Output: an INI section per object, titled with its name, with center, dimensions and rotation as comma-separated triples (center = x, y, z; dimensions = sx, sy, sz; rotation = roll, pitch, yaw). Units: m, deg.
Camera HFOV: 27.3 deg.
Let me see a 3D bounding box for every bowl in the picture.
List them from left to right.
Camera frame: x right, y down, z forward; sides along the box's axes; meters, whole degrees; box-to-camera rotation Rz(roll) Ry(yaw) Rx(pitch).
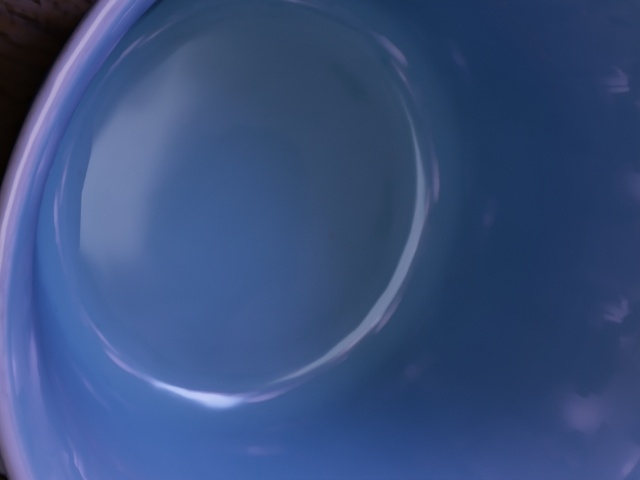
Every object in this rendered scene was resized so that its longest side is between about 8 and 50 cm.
[bowl]
center = 0.000, 0.000, 0.528
dimensions = 0.311, 0.163, 0.312
rotation = -8, 107, -27

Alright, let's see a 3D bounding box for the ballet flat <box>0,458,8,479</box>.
[ballet flat]
center = -0.192, 0.050, 0.484
dimensions = 0.342, 0.116, 0.124
rotation = 43, 62, -27
